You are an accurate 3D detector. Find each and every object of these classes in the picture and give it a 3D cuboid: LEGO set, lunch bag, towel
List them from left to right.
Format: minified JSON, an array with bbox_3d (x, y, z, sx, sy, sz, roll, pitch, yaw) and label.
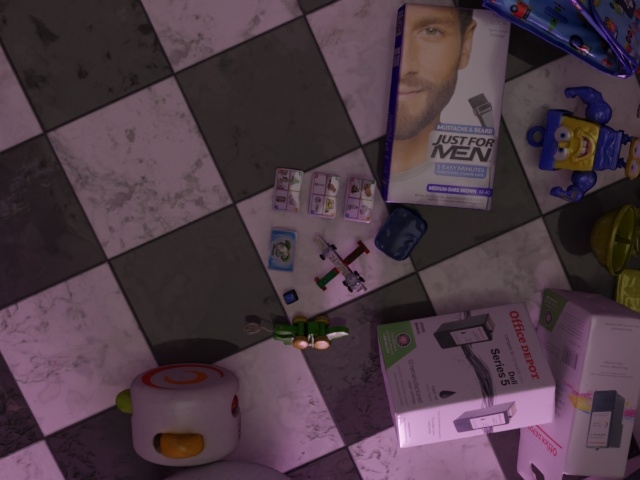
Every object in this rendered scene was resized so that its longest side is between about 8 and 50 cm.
[{"bbox_3d":[0.000,0.000,1.751,0.182,0.060,0.244,7,97,9],"label":"LEGO set"},{"bbox_3d":[0.146,-0.015,1.734,0.067,0.065,0.098,37,97,8],"label":"lunch bag"},{"bbox_3d":[0.435,-0.406,1.615,0.293,0.221,0.138,33,140,-16],"label":"lunch bag"},{"bbox_3d":[0.659,0.110,1.800,0.237,0.021,0.102,5,93,-2],"label":"towel"}]

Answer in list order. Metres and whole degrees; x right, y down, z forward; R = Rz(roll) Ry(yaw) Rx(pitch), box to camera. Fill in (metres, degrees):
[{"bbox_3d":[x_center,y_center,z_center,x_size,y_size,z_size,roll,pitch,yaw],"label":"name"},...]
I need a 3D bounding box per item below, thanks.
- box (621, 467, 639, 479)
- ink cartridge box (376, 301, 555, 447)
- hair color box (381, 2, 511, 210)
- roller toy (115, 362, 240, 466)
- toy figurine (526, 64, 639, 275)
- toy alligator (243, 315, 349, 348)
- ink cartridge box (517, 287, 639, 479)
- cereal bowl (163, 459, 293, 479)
[{"bbox_3d":[0.605,0.533,1.703,0.343,0.179,0.312,-35,141,3],"label":"box"},{"bbox_3d":[0.250,0.231,1.698,0.273,0.198,0.115,-10,135,-1],"label":"ink cartridge box"},{"bbox_3d":[0.213,-0.229,1.684,0.185,0.110,0.339,4,97,-2],"label":"hair color box"},{"bbox_3d":[-0.233,0.307,1.699,0.191,0.209,0.146,-10,103,-42],"label":"roller toy"},{"bbox_3d":[0.470,-0.142,1.720,0.217,0.191,0.362,14,107,26],"label":"toy figurine"},{"bbox_3d":[-0.044,0.172,1.763,0.189,0.056,0.051,1,139,-3],"label":"toy alligator"},{"bbox_3d":[0.457,0.281,1.719,0.119,0.207,0.353,6,99,-11],"label":"ink cartridge box"},{"bbox_3d":[-0.169,0.505,1.733,0.339,0.141,0.339,-3,126,-5],"label":"cereal bowl"}]
